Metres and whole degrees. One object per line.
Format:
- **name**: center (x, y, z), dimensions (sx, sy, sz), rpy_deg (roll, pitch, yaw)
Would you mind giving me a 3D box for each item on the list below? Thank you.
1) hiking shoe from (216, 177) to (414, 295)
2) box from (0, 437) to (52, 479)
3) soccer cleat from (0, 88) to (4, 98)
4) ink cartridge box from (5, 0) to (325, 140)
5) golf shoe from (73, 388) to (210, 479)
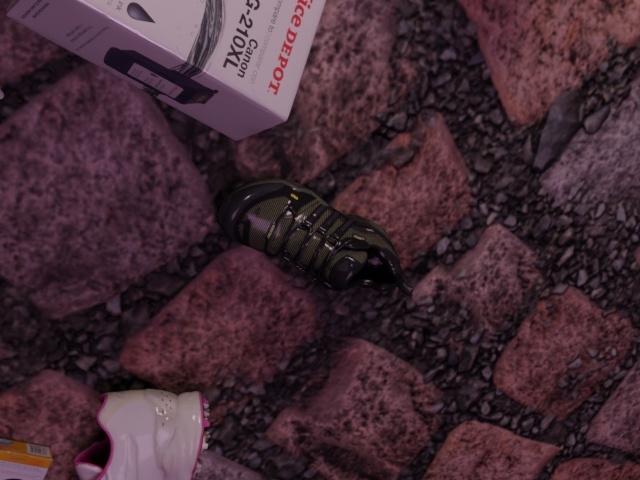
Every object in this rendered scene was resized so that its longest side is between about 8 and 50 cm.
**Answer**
- **hiking shoe**: center (0.000, 0.000, 0.953), dimensions (0.226, 0.114, 0.086), rpy_deg (15, 107, -28)
- **box**: center (-0.367, 0.287, 0.994), dimensions (0.081, 0.028, 0.136), rpy_deg (20, 108, -29)
- **soccer cleat**: center (-0.308, -0.146, 0.808), dimensions (0.035, 0.029, 0.083), rpy_deg (4, 116, -34)
- **ink cartridge box**: center (-0.120, -0.219, 0.766), dimensions (0.237, 0.100, 0.172), rpy_deg (27, 70, -30)
- **golf shoe**: center (-0.228, 0.304, 1.023), dimensions (0.140, 0.115, 0.306), rpy_deg (15, 102, -17)
